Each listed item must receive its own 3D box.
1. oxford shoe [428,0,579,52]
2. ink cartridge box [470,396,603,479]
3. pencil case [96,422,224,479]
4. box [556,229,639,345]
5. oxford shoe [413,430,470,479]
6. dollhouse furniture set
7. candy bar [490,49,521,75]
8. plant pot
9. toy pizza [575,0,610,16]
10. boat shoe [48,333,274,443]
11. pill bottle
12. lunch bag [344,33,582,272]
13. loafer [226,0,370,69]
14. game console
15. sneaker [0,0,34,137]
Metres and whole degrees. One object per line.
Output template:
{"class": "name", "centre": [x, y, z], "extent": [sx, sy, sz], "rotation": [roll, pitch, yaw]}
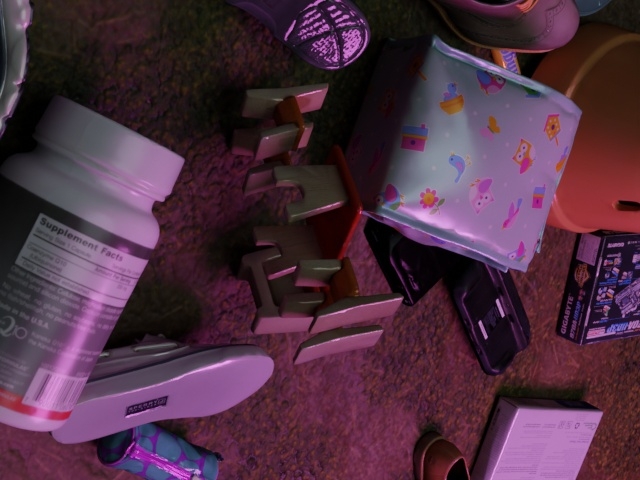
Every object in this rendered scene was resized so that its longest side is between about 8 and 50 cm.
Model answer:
{"class": "oxford shoe", "centre": [0.208, -0.288, 1.327], "extent": [0.364, 0.133, 0.130], "rotation": [13, 104, -44]}
{"class": "ink cartridge box", "centre": [0.322, 0.352, 1.771], "extent": [0.223, 0.045, 0.224], "rotation": [11, 102, -42]}
{"class": "pencil case", "centre": [-0.180, 0.244, 1.287], "extent": [0.152, 0.070, 0.064], "rotation": [35, 84, -42]}
{"class": "box", "centre": [0.470, 0.063, 1.771], "extent": [0.220, 0.051, 0.175], "rotation": [-4, 110, -39]}
{"class": "oxford shoe", "centre": [0.183, 0.379, 1.647], "extent": [0.076, 0.076, 0.212], "rotation": [-30, 127, -30]}
{"class": "dollhouse furniture set", "centre": [0.000, 0.000, 1.222], "extent": [0.135, 0.262, 0.259], "rotation": [-9, 154, -19]}
{"class": "candy bar", "centre": [0.249, -0.214, 1.493], "extent": [0.040, 0.018, 0.161], "rotation": [-40, 128, -20]}
{"class": "plant pot", "centre": [0.423, -0.131, 1.534], "extent": [0.291, 0.203, 0.291], "rotation": [-20, 121, -37]}
{"class": "toy pizza", "centre": [0.345, -0.394, 1.489], "extent": [0.201, 0.032, 0.201], "rotation": [-17, 117, -36]}
{"class": "boat shoe", "centre": [-0.179, 0.144, 1.236], "extent": [0.267, 0.088, 0.096], "rotation": [-13, 139, -30]}
{"class": "pill bottle", "centre": [-0.252, 0.019, 1.071], "extent": [0.161, 0.161, 0.283], "rotation": [27, 89, -43]}
{"class": "lunch bag", "centre": [0.173, -0.096, 1.349], "extent": [0.262, 0.160, 0.223], "rotation": [19, 89, -27]}
{"class": "loafer", "centre": [-0.065, -0.292, 1.165], "extent": [0.109, 0.095, 0.302], "rotation": [-36, 130, 16]}
{"class": "game console", "centre": [0.198, 0.049, 1.543], "extent": [0.213, 0.044, 0.361], "rotation": [-42, 128, -19]}
{"class": "sneaker", "centre": [-0.310, -0.190, 0.998], "extent": [0.110, 0.107, 0.275], "rotation": [5, 101, -21]}
